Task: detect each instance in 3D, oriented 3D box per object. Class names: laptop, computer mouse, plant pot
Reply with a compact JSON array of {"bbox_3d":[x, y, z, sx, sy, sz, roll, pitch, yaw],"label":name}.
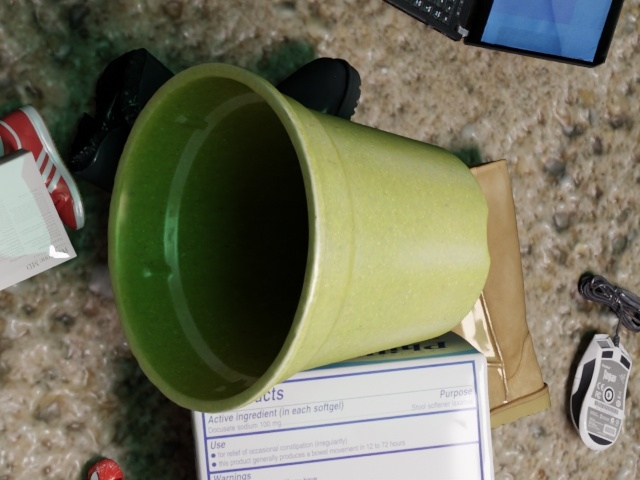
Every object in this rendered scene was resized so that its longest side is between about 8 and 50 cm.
[{"bbox_3d":[0.187,-0.330,1.365,0.264,0.136,0.234,24,79,-29],"label":"laptop"},{"bbox_3d":[0.320,0.144,1.519,0.106,0.042,0.193,26,73,-34],"label":"computer mouse"},{"bbox_3d":[0.000,0.000,1.128,0.253,0.276,0.276,2,91,-41],"label":"plant pot"}]

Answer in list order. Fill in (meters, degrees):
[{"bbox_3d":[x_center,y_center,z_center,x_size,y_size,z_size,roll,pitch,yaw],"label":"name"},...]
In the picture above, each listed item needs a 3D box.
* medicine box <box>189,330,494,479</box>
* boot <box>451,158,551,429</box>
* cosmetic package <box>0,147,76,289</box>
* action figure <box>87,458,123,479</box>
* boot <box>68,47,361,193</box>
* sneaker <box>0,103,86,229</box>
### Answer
[{"bbox_3d":[0.020,0.243,1.228,0.263,0.149,0.289,-5,95,-7],"label":"medicine box"},{"bbox_3d":[0.120,0.070,1.377,0.236,0.089,0.270,-17,97,-32],"label":"boot"},{"bbox_3d":[-0.332,0.016,1.089,0.239,0.060,0.099,-25,104,-16],"label":"cosmetic package"},{"bbox_3d":[-0.184,0.337,1.173,0.139,0.091,0.280,-20,69,0],"label":"action figure"},{"bbox_3d":[-0.095,-0.117,1.228,0.207,0.094,0.246,39,79,-30],"label":"boot"},{"bbox_3d":[-0.257,-0.054,1.165,0.067,0.042,0.118,-30,99,-30],"label":"sneaker"}]
